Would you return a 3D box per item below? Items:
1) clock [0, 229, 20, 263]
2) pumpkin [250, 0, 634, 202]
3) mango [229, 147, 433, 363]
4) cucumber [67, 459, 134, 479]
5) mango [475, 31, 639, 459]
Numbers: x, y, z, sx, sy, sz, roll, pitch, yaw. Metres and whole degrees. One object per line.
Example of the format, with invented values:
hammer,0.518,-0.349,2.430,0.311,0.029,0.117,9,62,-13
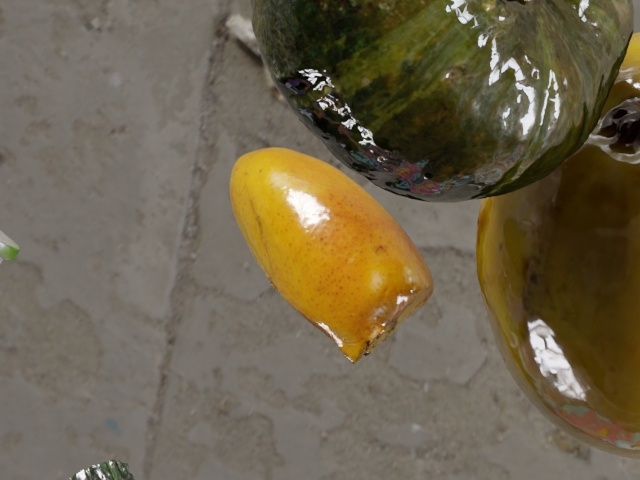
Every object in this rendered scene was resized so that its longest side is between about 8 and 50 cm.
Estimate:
clock,-0.424,0.069,1.008,0.235,0.166,0.310,31,90,43
pumpkin,0.065,-0.130,0.663,0.224,0.223,0.157,52,153,-14
mango,0.000,0.000,1.163,0.252,0.126,0.154,46,175,31
cucumber,-0.215,0.431,1.451,0.096,0.359,0.096,-19,145,-14
mango,0.246,0.003,0.916,0.232,0.445,0.300,-1,86,16
